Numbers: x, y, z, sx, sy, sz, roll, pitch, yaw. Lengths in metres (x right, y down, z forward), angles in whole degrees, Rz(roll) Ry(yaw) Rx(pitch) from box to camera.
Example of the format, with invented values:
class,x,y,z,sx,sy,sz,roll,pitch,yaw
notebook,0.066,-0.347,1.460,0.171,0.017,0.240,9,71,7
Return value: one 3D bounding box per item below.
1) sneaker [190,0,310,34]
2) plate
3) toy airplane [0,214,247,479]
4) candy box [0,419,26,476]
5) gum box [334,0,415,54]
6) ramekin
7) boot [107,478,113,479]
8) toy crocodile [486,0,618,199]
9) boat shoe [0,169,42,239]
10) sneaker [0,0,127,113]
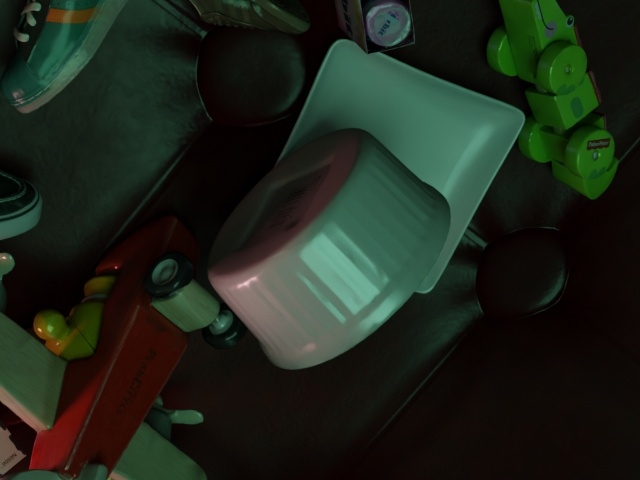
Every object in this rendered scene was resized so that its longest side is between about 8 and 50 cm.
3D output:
class,x,y,z,sx,sy,sz,roll,pitch,yaw
sneaker,-0.103,-0.276,1.542,0.188,0.066,0.071,27,122,-22
plate,0.077,-0.091,1.687,0.277,0.045,0.278,19,111,-21
toy airplane,-0.289,0.184,1.584,0.384,0.272,0.386,-18,110,-46
candy box,-0.476,0.231,1.601,0.165,0.070,0.196,-41,111,-26
gum box,0.051,-0.321,1.534,0.062,0.107,0.188,-16,119,-10
ramekin,0.000,0.000,1.540,0.277,0.277,0.135,-42,111,5
boot,-0.321,0.408,1.719,0.295,0.211,0.104,-36,122,2
toy crocodile,0.300,-0.186,1.684,0.105,0.115,0.340,-39,125,-19
boat shoe,-0.455,-0.080,1.485,0.306,0.113,0.105,12,126,-14
sneaker,-0.271,-0.284,1.452,0.121,0.108,0.302,34,93,-28
